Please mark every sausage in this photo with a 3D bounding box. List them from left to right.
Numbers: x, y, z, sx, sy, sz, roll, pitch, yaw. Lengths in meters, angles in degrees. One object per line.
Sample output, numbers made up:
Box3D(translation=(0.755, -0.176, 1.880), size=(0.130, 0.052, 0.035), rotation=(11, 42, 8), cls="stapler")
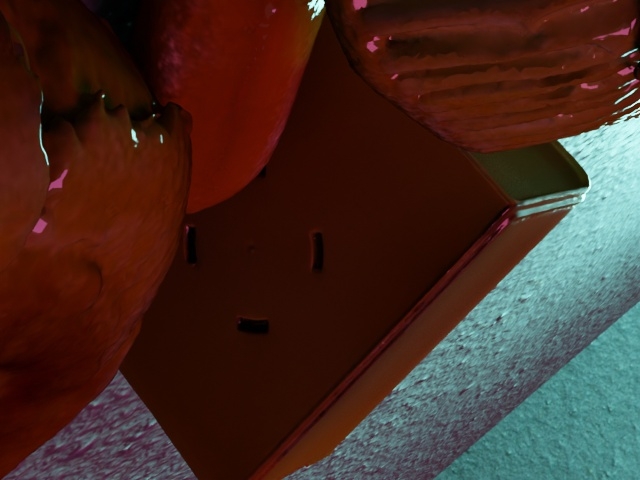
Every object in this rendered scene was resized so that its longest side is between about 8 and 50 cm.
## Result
Box3D(translation=(-0.047, -0.101, 0.568), size=(0.098, 0.098, 0.238), rotation=(-24, 154, -35), cls="sausage")

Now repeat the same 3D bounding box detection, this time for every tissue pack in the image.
Box3D(translation=(0.000, 0.000, 0.722), size=(0.274, 0.194, 0.145), rotation=(-49, 158, 29), cls="tissue pack")

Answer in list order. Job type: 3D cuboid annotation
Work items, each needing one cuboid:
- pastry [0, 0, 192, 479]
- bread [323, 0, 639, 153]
Box3D(translation=(-0.208, 0.026, 0.479), size=(0.356, 0.164, 0.356), rotation=(-39, 164, -13), cls="pastry")
Box3D(translation=(0.086, -0.158, 0.498), size=(0.142, 0.227, 0.253), rotation=(-9, 175, 19), cls="bread")
